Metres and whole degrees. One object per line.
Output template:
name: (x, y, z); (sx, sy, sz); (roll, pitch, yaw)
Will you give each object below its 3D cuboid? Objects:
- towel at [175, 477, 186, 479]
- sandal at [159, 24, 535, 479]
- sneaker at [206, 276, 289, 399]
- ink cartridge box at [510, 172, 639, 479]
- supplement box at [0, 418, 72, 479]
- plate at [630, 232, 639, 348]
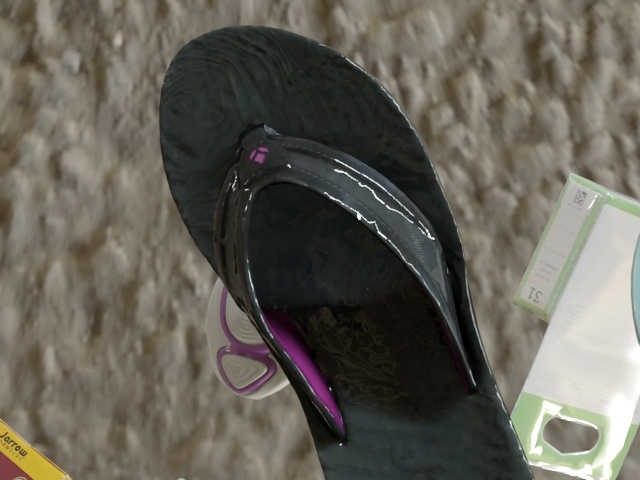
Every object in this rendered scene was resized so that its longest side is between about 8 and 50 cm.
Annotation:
towel: (-0.040, 0.299, 1.151); (0.325, 0.038, 0.248); (45, 128, -10)
sandal: (0.027, 0.047, 1.262); (0.167, 0.107, 0.446); (-27, 78, 5)
sneaker: (0.000, 0.000, 1.748); (0.114, 0.152, 0.305); (24, 96, 18)
ink cartridge box: (0.230, 0.078, 1.660); (0.171, 0.056, 0.235); (19, 99, -43)
supplement box: (-0.286, 0.284, 1.698); (0.191, 0.129, 0.194); (-45, 141, -16)
plate: (0.232, 0.042, 0.935); (0.188, 0.188, 0.024); (27, 146, -12)
